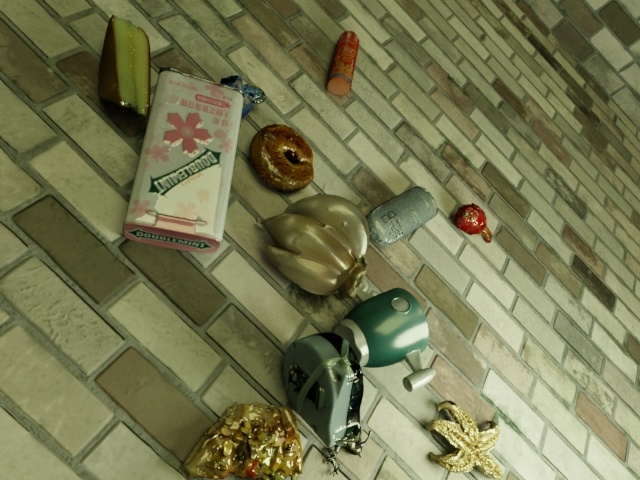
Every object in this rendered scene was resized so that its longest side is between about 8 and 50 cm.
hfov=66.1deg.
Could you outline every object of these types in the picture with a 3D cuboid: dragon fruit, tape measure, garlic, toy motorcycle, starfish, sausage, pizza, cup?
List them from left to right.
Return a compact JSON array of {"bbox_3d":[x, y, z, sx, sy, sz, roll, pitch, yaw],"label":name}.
[{"bbox_3d":[-0.226,-0.345,1.211,0.114,0.076,0.205,39,52,2],"label":"toy motorcycle"},{"bbox_3d":[-0.128,0.367,0.896,0.226,0.069,0.147,20,59,-23],"label":"pizza"},{"bbox_3d":[0.000,0.000,1.132,0.237,0.210,0.292,-44,86,-9],"label":"garlic"},{"bbox_3d":[0.002,0.274,0.958,0.107,0.181,0.181,-8,108,-38],"label":"tape measure"},{"bbox_3d":[0.076,-0.562,1.520,0.074,0.074,0.274,25,54,-20],"label":"sausage"},{"bbox_3d":[0.123,0.205,1.088,0.173,0.167,0.299,-15,48,-28],"label":"cup"},{"bbox_3d":[0.357,0.476,1.155,0.216,0.071,0.238,-39,96,-34],"label":"starfish"},{"bbox_3d":[0.472,-0.051,1.507,0.190,0.094,0.094,33,49,-42],"label":"dragon fruit"}]

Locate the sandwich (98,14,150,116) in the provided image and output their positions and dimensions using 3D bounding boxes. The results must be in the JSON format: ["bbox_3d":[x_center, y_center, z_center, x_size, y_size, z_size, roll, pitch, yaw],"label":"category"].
[{"bbox_3d":[-0.425,-0.365,1.077,0.094,0.096,0.257,8,61,-35],"label":"sandwich"}]

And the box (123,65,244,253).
[{"bbox_3d":[-0.277,-0.169,1.024,0.190,0.112,0.369,14,66,-20],"label":"box"}]

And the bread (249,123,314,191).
[{"bbox_3d":[-0.095,-0.205,1.227,0.193,0.064,0.193,19,57,-31],"label":"bread"}]

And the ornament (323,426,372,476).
[{"bbox_3d":[0.054,0.427,1.007,0.073,0.028,0.125,41,49,-7],"label":"ornament"}]

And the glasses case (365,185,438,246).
[{"bbox_3d":[0.227,-0.070,1.357,0.282,0.067,0.109,-28,85,-38],"label":"glasses case"}]
